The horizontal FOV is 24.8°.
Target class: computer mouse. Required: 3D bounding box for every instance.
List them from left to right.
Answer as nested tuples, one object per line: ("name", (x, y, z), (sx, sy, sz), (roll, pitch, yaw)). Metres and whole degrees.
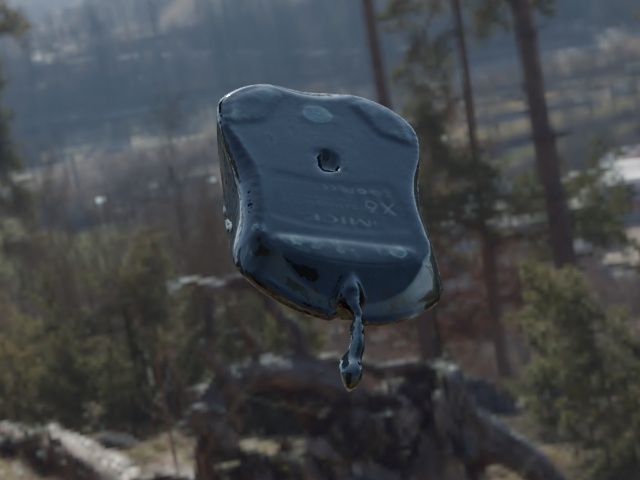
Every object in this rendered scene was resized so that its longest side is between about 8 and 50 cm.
("computer mouse", (0.000, 0.000, 1.085), (0.167, 0.090, 0.379), (7, 34, -10))
